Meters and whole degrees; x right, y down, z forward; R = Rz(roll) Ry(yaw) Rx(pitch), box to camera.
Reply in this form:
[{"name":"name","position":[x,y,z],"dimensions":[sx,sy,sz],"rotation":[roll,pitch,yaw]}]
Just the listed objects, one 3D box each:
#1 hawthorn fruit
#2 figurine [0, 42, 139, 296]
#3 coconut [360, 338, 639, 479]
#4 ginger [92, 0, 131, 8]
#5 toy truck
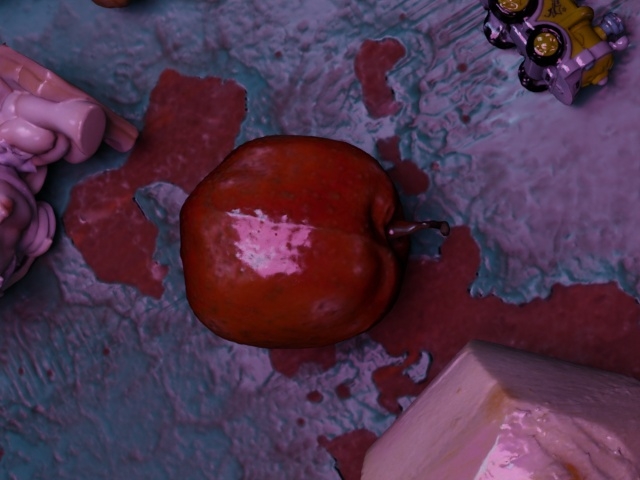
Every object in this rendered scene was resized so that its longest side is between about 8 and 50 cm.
[{"name":"hawthorn fruit","position":[0.000,0.000,1.218],"dimensions":[0.194,0.157,0.157],"rotation":[-4,89,18]},{"name":"figurine","position":[-0.257,-0.029,1.299],"dimensions":[0.237,0.162,0.141],"rotation":[-50,49,-1]},{"name":"coconut","position":[0.145,0.176,1.149],"dimensions":[0.241,0.241,0.241],"rotation":[0,90,17]},{"name":"ginger","position":[-0.223,-0.262,1.302],"dimensions":[0.276,0.130,0.221],"rotation":[-36,107,26]},{"name":"toy truck","position":[0.167,-0.153,1.215],"dimensions":[0.077,0.076,0.111],"rotation":[-36,81,-6]}]
